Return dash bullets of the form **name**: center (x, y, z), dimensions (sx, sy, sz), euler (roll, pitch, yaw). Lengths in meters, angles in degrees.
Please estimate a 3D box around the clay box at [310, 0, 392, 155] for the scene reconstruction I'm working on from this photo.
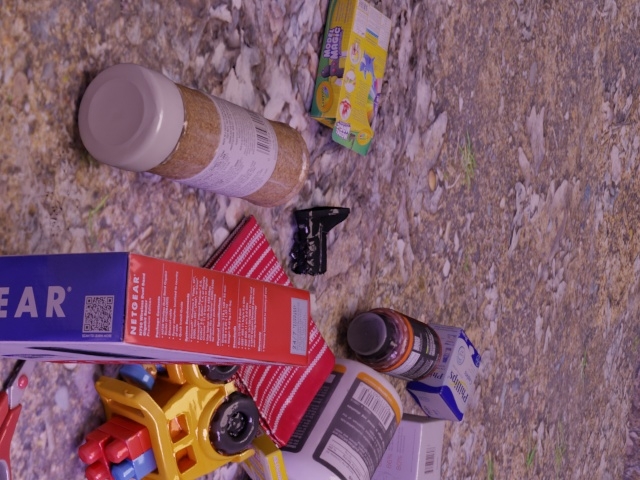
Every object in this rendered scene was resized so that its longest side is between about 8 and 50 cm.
- **clay box**: center (0.046, -0.250, 2.072), dimensions (0.127, 0.053, 0.222), euler (21, 78, -60)

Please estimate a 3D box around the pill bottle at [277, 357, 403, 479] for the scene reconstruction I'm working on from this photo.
- **pill bottle**: center (0.000, 0.320, 1.993), dimensions (0.278, 0.162, 0.162), euler (-58, 141, -37)

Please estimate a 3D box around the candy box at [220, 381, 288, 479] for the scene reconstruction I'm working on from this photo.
- **candy box**: center (-0.096, 0.266, 1.791), dimensions (0.027, 0.206, 0.105), euler (-21, 123, -19)

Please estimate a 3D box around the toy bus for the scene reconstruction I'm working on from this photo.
- **toy bus**: center (-0.204, 0.199, 1.653), dimensions (0.211, 0.149, 0.220), euler (-28, 118, -38)

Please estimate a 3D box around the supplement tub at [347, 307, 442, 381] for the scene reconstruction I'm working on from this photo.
- **supplement tub**: center (0.117, 0.168, 2.226), dimensions (0.198, 0.106, 0.106), euler (27, 72, -59)

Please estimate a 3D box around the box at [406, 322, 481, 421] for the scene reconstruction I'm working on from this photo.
- **box**: center (0.226, 0.240, 2.465), dimensions (0.126, 0.072, 0.137), euler (53, 51, -50)

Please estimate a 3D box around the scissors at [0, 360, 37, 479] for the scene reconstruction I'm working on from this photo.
- **scissors**: center (-0.343, 0.168, 1.498), dimensions (0.109, 0.021, 0.297), euler (42, 60, -56)

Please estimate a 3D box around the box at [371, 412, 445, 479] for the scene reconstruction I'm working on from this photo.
- **box**: center (0.099, 0.338, 2.159), dimensions (0.091, 0.170, 0.130), euler (5, 91, -59)

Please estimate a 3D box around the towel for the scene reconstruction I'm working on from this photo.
- **towel**: center (-0.079, 0.128, 1.888), dimensions (0.199, 0.031, 0.275), euler (-54, 125, -42)

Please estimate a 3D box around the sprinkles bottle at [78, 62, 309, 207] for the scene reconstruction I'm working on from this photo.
- **sprinkles bottle**: center (-0.146, -0.123, 1.688), dimensions (0.355, 0.121, 0.121), euler (15, 83, -60)

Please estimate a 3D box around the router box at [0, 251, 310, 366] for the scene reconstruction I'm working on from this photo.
- **router box**: center (-0.229, 0.074, 1.352), dimensions (0.301, 0.335, 0.082), euler (15, 75, -57)

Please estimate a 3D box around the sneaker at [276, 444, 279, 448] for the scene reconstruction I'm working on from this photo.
- **sneaker**: center (-0.091, 0.238, 1.934), dimensions (0.073, 0.063, 0.162), euler (30, 61, -44)

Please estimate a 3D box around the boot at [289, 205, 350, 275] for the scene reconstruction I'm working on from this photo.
- **boot**: center (0.001, 0.000, 2.049), dimensions (0.121, 0.045, 0.099), euler (-10, 102, -52)
